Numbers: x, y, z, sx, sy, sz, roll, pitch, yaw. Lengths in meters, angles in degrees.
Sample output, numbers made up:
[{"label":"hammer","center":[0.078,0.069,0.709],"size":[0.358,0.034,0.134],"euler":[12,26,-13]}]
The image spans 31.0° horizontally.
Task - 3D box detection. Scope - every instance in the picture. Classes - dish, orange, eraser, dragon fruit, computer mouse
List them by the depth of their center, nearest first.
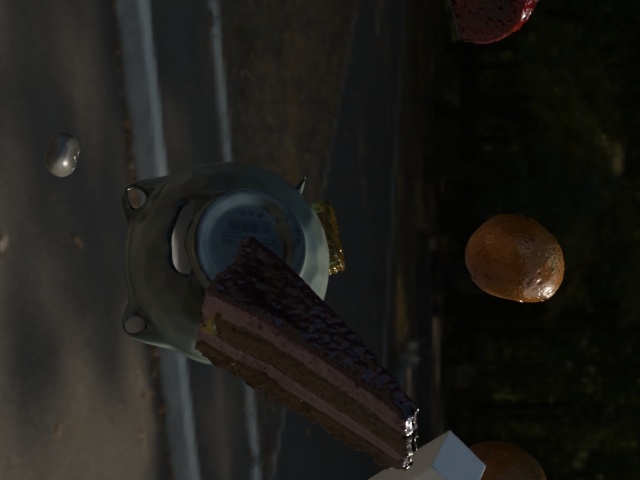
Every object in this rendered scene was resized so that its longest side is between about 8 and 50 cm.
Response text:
[{"label":"dish","center":[-0.107,0.017,1.460],"size":[0.120,0.303,0.303],"euler":[146,-52,-66]},{"label":"dragon fruit","center":[0.234,-0.371,1.495],"size":[0.189,0.163,0.262],"euler":[-123,-167,-46]},{"label":"orange","center":[0.262,0.023,1.557],"size":[0.135,0.135,0.118],"euler":[-15,109,-83]},{"label":"eraser","center":[0.105,0.377,1.661],"size":[0.298,0.076,0.078],"euler":[-41,-172,42]},{"label":"computer mouse","center":[-0.387,-0.129,1.758],"size":[0.096,0.039,0.066],"euler":[74,31,-80]},{"label":"orange","center":[0.294,0.440,1.983],"size":[0.206,0.206,0.206],"euler":[0,90,-83]}]

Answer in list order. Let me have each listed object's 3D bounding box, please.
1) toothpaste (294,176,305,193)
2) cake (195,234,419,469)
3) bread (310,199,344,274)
[{"label":"toothpaste","center":[-0.065,-0.062,2.275],"size":[0.216,0.037,0.062],"euler":[-59,173,-60]},{"label":"cake","center":[-0.018,0.124,1.178],"size":[0.112,0.295,0.116],"euler":[-34,149,-30]},{"label":"bread","center":[0.000,0.000,2.074],"size":[0.140,0.069,0.128],"euler":[71,7,-72]}]
